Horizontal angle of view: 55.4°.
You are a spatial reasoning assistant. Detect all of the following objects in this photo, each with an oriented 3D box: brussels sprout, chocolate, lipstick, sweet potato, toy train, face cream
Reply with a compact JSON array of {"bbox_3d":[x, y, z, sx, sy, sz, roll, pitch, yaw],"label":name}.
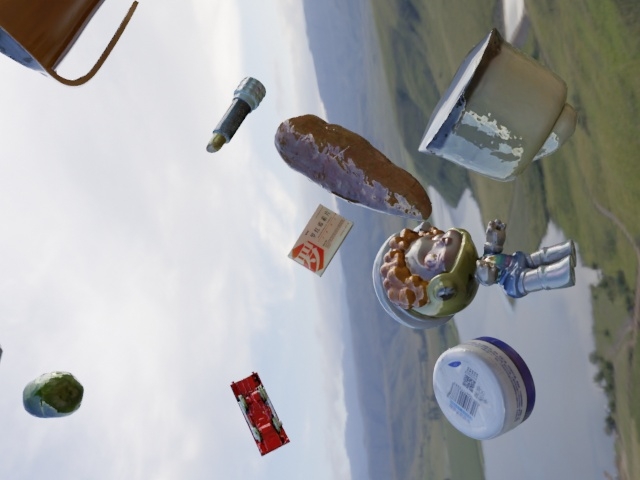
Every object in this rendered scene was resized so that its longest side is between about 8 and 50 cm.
[{"bbox_3d":[-0.669,0.386,1.538,0.155,0.155,0.117,-69,-19,-74],"label":"brussels sprout"},{"bbox_3d":[0.435,-0.293,1.473,0.314,0.297,0.326,-60,5,4],"label":"chocolate"},{"bbox_3d":[-0.107,-0.152,0.755,0.037,0.037,0.116,71,-141,-52],"label":"lipstick"},{"bbox_3d":[0.049,-0.102,0.868,0.097,0.252,0.097,-54,-17,-25],"label":"sweet potato"},{"bbox_3d":[-0.155,0.446,1.564,0.203,0.083,0.131,61,165,22],"label":"toy train"},{"bbox_3d":[0.343,0.317,1.307,0.206,0.111,0.205,17,112,51],"label":"face cream"}]

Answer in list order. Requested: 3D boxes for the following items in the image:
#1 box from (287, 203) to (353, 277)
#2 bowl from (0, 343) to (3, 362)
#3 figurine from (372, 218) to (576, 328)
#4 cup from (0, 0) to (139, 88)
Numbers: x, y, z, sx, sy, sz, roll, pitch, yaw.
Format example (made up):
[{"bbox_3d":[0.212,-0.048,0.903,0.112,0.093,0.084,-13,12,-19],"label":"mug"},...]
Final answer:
[{"bbox_3d":[0.000,0.000,0.883,0.093,0.058,0.015,-58,-10,-6],"label":"box"},{"bbox_3d":[-0.789,0.228,1.327,0.211,0.212,0.112,67,-143,-59],"label":"bowl"},{"bbox_3d":[0.292,0.081,1.181,0.224,0.382,0.205,-52,-51,-32],"label":"figurine"},{"bbox_3d":[-0.417,-0.384,0.976,0.226,0.264,0.182,43,170,-22],"label":"cup"}]
